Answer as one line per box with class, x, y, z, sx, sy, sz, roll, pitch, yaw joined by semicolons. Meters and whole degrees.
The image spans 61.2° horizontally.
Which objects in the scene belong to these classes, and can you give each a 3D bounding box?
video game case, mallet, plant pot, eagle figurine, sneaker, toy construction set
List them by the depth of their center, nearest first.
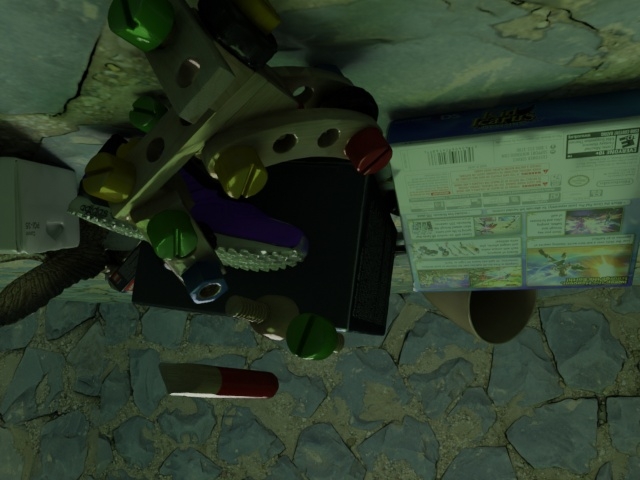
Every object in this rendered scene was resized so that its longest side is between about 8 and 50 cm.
toy construction set;-0.091;-0.040;0.411;0.258;0.308;0.237;-13;160;22
sneaker;-0.144;-0.061;0.624;0.294;0.146;0.102;14;169;13
video game case;0.231;-0.042;0.645;0.270;0.061;0.244;-3;132;17
eagle figurine;-0.457;0.032;0.909;0.226;0.225;0.298;6;-179;31
mallet;0.093;-0.056;0.993;0.062;0.039;0.190;12;168;-36
plant pot;0.407;0.130;1.511;0.257;0.256;0.274;6;-176;-31

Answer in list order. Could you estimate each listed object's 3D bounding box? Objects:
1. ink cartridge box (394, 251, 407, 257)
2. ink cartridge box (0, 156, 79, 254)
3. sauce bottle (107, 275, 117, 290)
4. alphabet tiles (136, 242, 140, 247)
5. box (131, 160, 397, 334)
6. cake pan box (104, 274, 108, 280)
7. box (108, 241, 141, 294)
ink cartridge box;0.094;0.061;1.404;0.308;0.072;0.303;1;179;2
ink cartridge box;-0.490;-0.044;0.702;0.283;0.117;0.207;0;-177;-6
sauce bottle;-0.416;0.114;1.498;0.112;0.111;0.344;-7;162;31
alphabet tiles;-0.493;0.005;1.324;0.284;0.021;0.278;-5;168;25
box;-0.049;0.028;0.858;0.294;0.211;0.395;5;170;15
cake pan box;-0.503;0.095;1.690;0.267;0.070;0.246;7;169;-35
box;-0.258;0.009;0.941;0.036;0.207;0.114;43;-177;18
